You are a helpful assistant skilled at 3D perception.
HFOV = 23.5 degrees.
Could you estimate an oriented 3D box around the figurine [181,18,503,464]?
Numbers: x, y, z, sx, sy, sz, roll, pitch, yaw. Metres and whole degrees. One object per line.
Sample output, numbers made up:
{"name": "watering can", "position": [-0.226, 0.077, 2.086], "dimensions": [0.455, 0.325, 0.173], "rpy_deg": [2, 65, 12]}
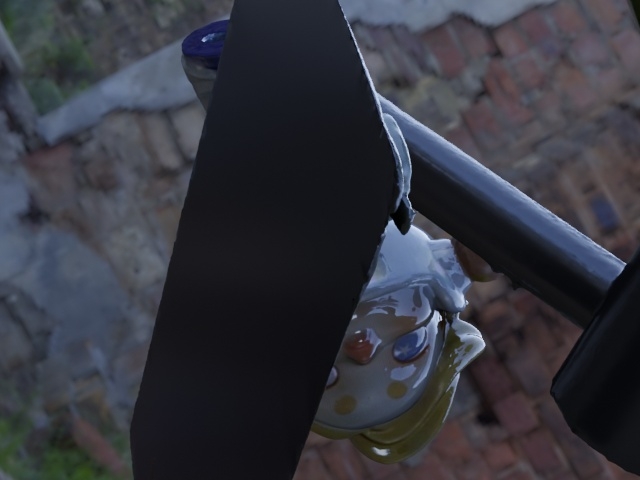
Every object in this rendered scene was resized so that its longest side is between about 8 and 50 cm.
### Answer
{"name": "figurine", "position": [-0.011, 0.001, 0.865], "dimensions": [0.274, 0.194, 0.133], "rpy_deg": [49, 7, -29]}

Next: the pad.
{"name": "pad", "position": [-0.026, 0.031, 0.464], "dimensions": [0.160, 0.009, 0.265], "rpy_deg": [-106, -154, -45]}

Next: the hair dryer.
{"name": "hair dryer", "position": [0.088, -0.017, 0.638], "dimensions": [0.248, 0.114, 0.070], "rpy_deg": [39, 21, 30]}

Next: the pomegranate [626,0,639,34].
{"name": "pomegranate", "position": [0.173, -0.106, 0.412], "dimensions": [0.198, 0.198, 0.246], "rpy_deg": [61, 15, 12]}
